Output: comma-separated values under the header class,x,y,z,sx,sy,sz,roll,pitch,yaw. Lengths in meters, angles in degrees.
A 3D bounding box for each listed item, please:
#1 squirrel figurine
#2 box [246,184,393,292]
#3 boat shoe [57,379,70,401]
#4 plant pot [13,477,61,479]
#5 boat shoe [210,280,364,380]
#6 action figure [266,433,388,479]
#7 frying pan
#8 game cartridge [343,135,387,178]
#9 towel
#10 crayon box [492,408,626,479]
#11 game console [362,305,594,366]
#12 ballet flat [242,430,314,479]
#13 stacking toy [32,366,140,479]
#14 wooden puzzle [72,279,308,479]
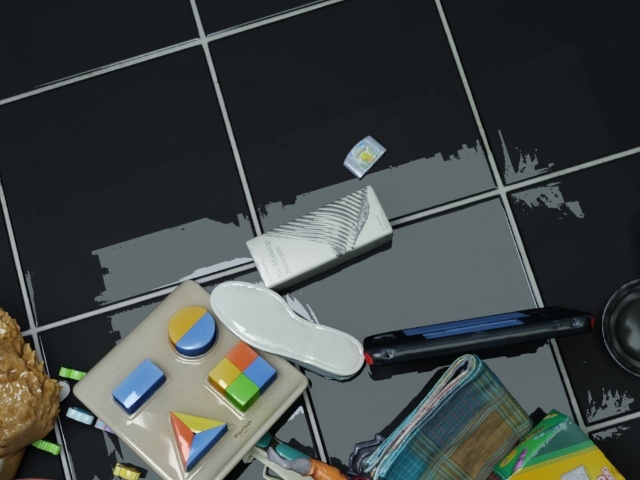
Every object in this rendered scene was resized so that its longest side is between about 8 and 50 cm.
class,x,y,z,sx,sy,sz,roll,pitch,yaw
squirrel figurine,-0.704,0.275,1.775,0.397,0.281,0.370,-40,65,6
box,0.000,0.000,1.849,0.275,0.094,0.113,-26,80,-1
boat shoe,-0.554,0.324,1.859,0.125,0.038,0.046,-41,99,-3
plant pot,-0.495,0.614,1.706,0.273,0.272,0.265,18,90,7
boat shoe,-0.071,0.184,1.805,0.320,0.099,0.116,25,67,1
action figure,0.052,0.532,1.698,0.330,0.178,0.341,6,85,-19
frying pan,0.618,0.113,1.810,0.197,0.053,0.326,-23,77,0
game cartridge,0.089,-0.174,1.914,0.056,0.017,0.083,41,85,13
towel,0.253,0.374,1.653,0.271,0.370,0.040,-48,46,-4
crayon box,0.472,0.468,1.704,0.165,0.081,0.278,-43,97,-5
game console,0.269,0.169,1.677,0.387,0.342,0.060,-10,83,2
ballet flat,-0.106,0.415,1.797,0.248,0.086,0.086,34,84,8
stacking toy,-0.435,0.358,1.819,0.221,0.052,0.166,19,84,-2
wooden puzzle,-0.249,0.270,1.764,0.348,0.080,0.322,37,68,18
